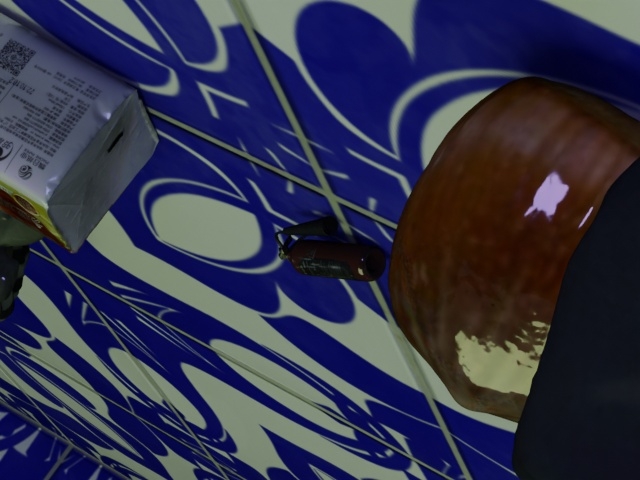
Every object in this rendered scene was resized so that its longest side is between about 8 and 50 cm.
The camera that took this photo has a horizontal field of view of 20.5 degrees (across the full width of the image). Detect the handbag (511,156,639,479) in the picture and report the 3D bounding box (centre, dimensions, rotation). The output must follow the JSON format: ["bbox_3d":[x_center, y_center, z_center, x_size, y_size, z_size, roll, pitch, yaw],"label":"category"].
[{"bbox_3d":[0.247,0.093,0.570,0.275,0.177,0.302,27,-174,40],"label":"handbag"}]

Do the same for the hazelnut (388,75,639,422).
[{"bbox_3d":[0.107,0.008,0.787,0.150,0.150,0.150,32,163,11],"label":"hazelnut"}]

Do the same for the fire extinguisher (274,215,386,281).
[{"bbox_3d":[-0.004,0.004,1.175,0.100,0.032,0.046,6,158,47],"label":"fire extinguisher"}]

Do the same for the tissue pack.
[{"bbox_3d":[-0.205,-0.078,1.210,0.149,0.106,0.099,31,163,17],"label":"tissue pack"}]

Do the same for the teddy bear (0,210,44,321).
[{"bbox_3d":[-0.303,-0.005,1.513,0.144,0.171,0.251,16,157,-4],"label":"teddy bear"}]
